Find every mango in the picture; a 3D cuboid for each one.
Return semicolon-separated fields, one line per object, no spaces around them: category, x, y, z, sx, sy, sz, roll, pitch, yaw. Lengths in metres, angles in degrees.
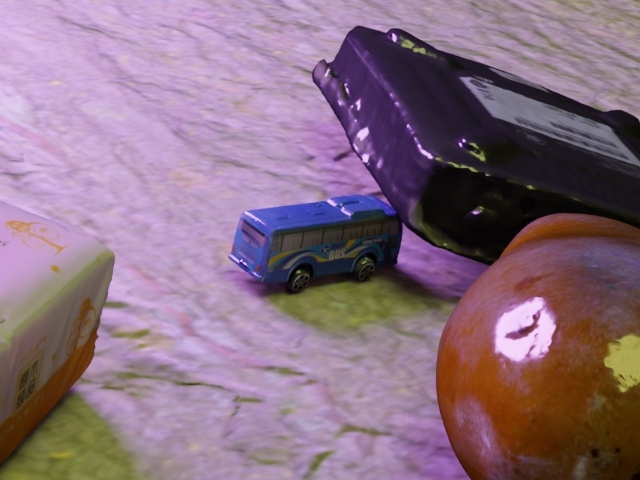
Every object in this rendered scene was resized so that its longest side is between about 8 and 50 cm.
mango;0.187;0.087;1.232;0.221;0.199;0.384;5;21;-3

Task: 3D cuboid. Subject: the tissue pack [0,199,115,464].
tissue pack;-0.259;0.059;1.130;0.185;0.124;0.225;19;27;10

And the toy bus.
toy bus;0.000;0.000;1.447;0.153;0.061;0.051;-9;35;-40

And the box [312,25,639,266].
box;0.189;-0.068;1.610;0.359;0.091;0.350;17;23;-22
